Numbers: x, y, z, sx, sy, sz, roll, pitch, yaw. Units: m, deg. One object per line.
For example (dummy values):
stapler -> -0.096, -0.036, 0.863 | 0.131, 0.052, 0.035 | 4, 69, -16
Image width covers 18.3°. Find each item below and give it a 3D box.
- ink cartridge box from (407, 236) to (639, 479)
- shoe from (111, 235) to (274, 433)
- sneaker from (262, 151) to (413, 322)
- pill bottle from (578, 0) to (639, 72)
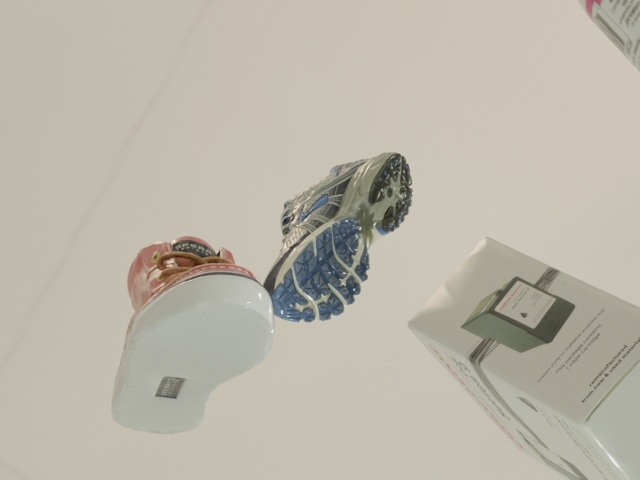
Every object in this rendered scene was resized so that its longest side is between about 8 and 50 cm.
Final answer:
ink cartridge box -> 0.239, 0.136, 1.776 | 0.121, 0.211, 0.289 | -47, -150, -9
shoe -> -0.064, 0.029, 0.961 | 0.178, 0.064, 0.081 | 125, -29, -62
sneaker -> 0.000, 0.000, 1.131 | 0.135, 0.058, 0.052 | -48, 129, -40
pill bottle -> 0.323, -0.122, 1.361 | 0.160, 0.283, 0.160 | -35, 161, -14
